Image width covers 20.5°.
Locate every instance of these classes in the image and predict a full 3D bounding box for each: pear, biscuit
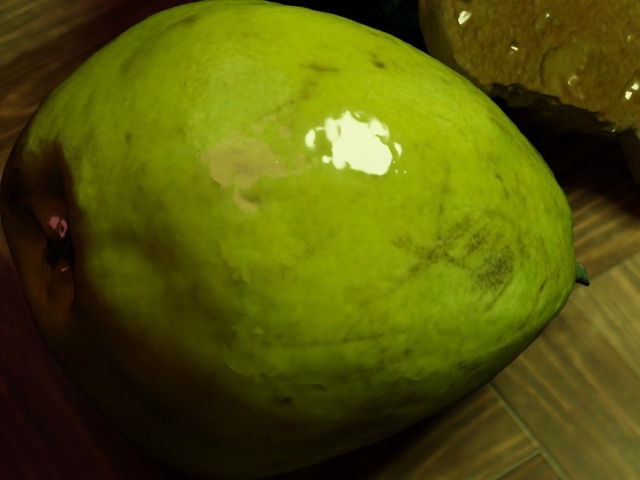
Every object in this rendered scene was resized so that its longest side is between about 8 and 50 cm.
[{"bbox_3d":[0.000,0.000,1.063,0.375,0.287,0.287,7,50,-22],"label":"pear"},{"bbox_3d":[0.163,-0.147,1.137,0.183,0.320,0.047,-53,29,-8],"label":"biscuit"}]

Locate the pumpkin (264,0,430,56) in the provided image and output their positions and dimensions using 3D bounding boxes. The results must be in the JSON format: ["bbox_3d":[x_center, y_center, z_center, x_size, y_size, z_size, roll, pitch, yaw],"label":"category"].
[{"bbox_3d":[0.070,-0.259,1.246,0.315,0.238,0.315,2,83,-16],"label":"pumpkin"}]
